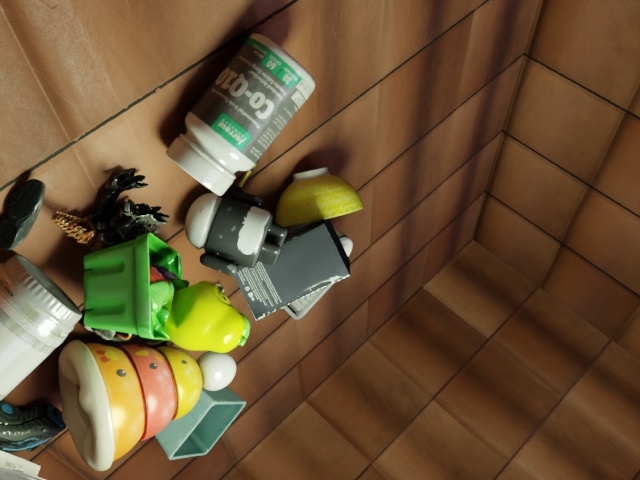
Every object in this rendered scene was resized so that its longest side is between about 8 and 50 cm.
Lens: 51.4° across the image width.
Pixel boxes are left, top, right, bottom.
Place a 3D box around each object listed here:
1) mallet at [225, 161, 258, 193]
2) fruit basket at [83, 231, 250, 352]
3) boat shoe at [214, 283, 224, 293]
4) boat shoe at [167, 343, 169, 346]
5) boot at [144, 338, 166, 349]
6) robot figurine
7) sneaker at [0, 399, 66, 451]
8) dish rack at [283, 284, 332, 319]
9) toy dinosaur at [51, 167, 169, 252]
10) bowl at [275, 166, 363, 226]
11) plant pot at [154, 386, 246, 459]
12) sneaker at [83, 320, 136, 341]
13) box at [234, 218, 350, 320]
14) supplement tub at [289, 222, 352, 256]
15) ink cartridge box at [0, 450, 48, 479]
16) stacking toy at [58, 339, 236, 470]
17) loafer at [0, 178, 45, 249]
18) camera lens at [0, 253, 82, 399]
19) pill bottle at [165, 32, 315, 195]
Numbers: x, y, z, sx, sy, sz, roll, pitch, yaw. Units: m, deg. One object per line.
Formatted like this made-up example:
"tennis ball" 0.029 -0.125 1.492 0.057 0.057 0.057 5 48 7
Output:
"mallet" -0.213 -0.200 1.934 0.189 0.039 0.062 -61 154 11
"fruit basket" -0.360 0.143 1.651 0.392 0.392 0.283 16 68 -64
"boat shoe" -0.384 0.217 2.098 0.302 0.109 0.094 -56 159 -72
"boat shoe" -0.567 0.475 2.188 0.113 0.103 0.302 -5 131 -59
"boot" -0.490 0.335 2.011 0.198 0.077 0.137 -106 -160 -86
"robot figurine" -0.238 -0.025 1.849 0.209 0.278 0.173 -80 -170 -66
"sneaker" -0.832 0.511 1.768 0.139 0.125 0.341 -43 153 2
"dish rack" -0.035 0.155 2.685 0.333 0.072 0.285 -47 156 -7
"toy dinosaur" -0.486 -0.034 1.577 0.218 0.164 0.322 -41 -179 19
"bowl" -0.018 -0.150 2.145 0.289 0.289 0.156 -20 100 -48
"plant pot" -0.466 0.578 2.326 0.247 0.252 0.248 -52 155 3
"sneaker" -0.548 0.242 1.886 0.100 0.108 0.271 -56 161 10
"box" -0.082 0.074 2.087 0.312 0.179 0.343 -25 -175 4
"supplement tub" 0.000 0.000 2.371 0.144 0.200 0.144 -39 153 -25
"ink cartridge box" -0.829 0.608 1.787 0.275 0.239 0.060 77 17 -60
"stacking toy" -0.461 0.403 1.874 0.480 0.350 0.350 -12 137 -35
"loafer" -0.627 -0.059 1.407 0.170 0.062 0.061 -53 178 13
"camera lens" -0.691 0.194 1.441 0.274 0.219 0.219 -45 155 -11
"pill bottle" -0.196 -0.299 1.611 0.361 0.204 0.204 -52 156 1
